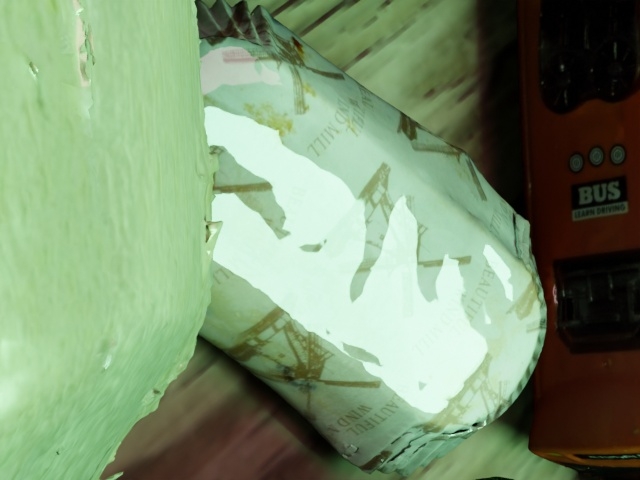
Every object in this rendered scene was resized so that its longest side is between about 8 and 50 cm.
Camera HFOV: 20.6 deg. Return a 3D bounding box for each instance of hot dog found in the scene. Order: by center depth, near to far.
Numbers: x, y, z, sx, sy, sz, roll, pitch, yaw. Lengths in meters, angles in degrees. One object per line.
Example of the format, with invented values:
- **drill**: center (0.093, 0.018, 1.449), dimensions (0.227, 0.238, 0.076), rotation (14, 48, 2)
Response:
- **hot dog**: center (0.000, 0.000, 0.587), dimensions (0.191, 0.059, 0.108), rotation (39, 76, -29)

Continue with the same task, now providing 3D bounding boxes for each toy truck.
- **toy truck**: center (0.136, 0.011, 0.650), dimensions (0.114, 0.107, 0.253), rotation (5, 80, -40)

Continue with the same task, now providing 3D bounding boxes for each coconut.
- **coconut**: center (-0.143, -0.041, 0.381), dimensions (0.245, 0.245, 0.247), rotation (-3, 93, -36)

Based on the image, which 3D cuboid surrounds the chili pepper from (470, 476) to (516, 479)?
- **chili pepper**: center (0.069, 0.265, 0.531), dimensions (0.167, 0.213, 0.385), rotation (-27, 98, 8)
